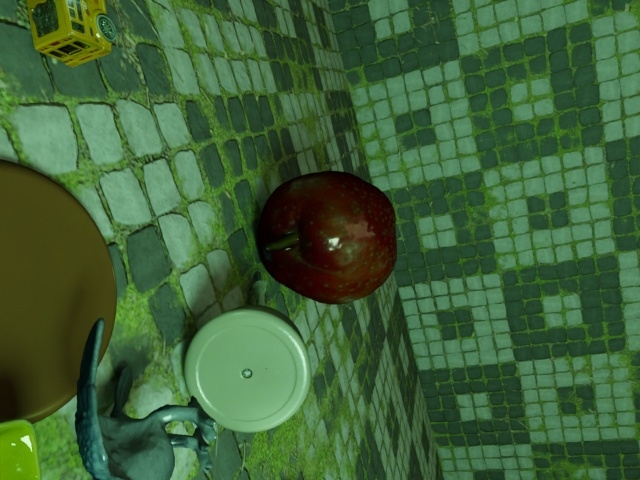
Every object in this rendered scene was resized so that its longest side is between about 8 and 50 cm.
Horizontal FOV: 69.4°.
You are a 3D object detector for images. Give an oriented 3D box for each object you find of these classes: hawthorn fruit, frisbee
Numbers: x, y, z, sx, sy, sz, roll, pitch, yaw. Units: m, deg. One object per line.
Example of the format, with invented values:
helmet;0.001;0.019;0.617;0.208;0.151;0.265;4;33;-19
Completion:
hawthorn fruit;0.000;0.000;0.931;0.369;0.284;0.285;-9;88;-63
frisbee;-0.281;0.045;0.429;0.251;0.021;0.251;-10;90;-72

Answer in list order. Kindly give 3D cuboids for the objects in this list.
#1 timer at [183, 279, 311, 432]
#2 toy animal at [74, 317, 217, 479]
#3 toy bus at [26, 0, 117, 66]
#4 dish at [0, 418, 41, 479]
timer;-0.098;0.165;0.753;0.266;0.175;0.175;-86;163;-83
toy animal;-0.185;0.205;0.429;0.176;0.255;0.239;-13;116;-36
toy bus;-0.289;-0.288;0.518;0.074;0.069;0.162;-8;89;-70
dish;-0.266;0.209;0.283;0.208;0.080;0.149;-78;155;-53
